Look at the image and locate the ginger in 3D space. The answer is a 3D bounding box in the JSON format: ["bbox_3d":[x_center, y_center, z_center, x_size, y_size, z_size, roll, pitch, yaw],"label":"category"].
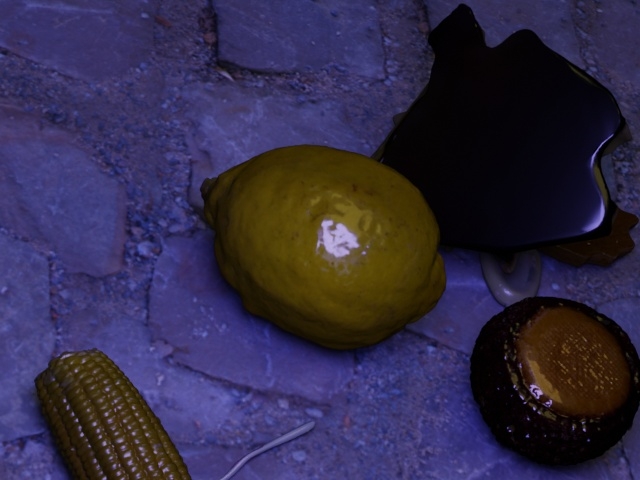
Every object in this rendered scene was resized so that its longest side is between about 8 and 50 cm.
[{"bbox_3d":[0.262,-0.140,1.857,0.413,0.211,0.358,16,91,22],"label":"ginger"}]

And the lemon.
[{"bbox_3d":[0.007,0.003,1.686,0.316,0.285,0.285,28,48,-26],"label":"lemon"}]

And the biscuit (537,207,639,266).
[{"bbox_3d":[0.411,-0.030,1.980,0.215,0.034,0.182,3,49,-25],"label":"biscuit"}]

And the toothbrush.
[{"bbox_3d":[-0.087,0.280,1.611,0.204,0.017,0.022,-24,84,-30],"label":"toothbrush"}]

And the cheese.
[{"bbox_3d":[0.289,0.082,1.865,0.097,0.037,0.192,8,54,-11],"label":"cheese"}]

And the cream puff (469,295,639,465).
[{"bbox_3d":[0.313,0.194,1.708,0.239,0.165,0.239,9,55,-13],"label":"cream puff"}]

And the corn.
[{"bbox_3d":[-0.230,0.277,1.497,0.131,0.131,0.344,-20,63,-29],"label":"corn"}]
